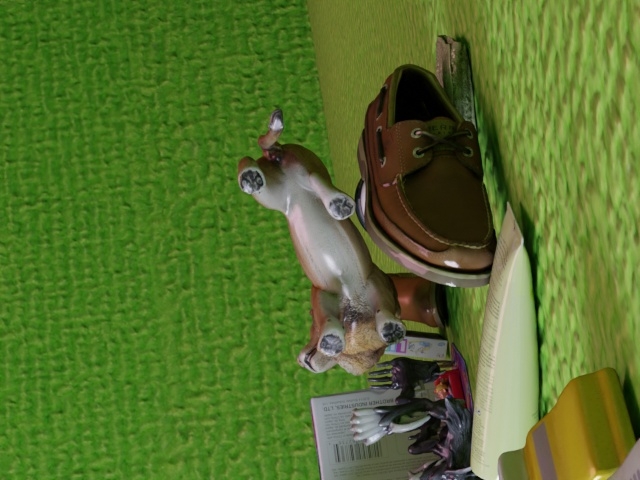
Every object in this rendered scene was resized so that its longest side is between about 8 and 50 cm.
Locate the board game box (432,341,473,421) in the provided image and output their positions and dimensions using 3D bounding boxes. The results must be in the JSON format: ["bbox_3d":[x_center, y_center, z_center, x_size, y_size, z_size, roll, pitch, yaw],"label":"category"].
[{"bbox_3d":[0.161,0.203,2.122,0.169,0.033,0.133,-110,14,-81],"label":"board game box"}]

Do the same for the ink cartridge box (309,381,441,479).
[{"bbox_3d":[0.097,0.347,2.255,0.065,0.185,0.311,106,156,-77],"label":"ink cartridge box"}]

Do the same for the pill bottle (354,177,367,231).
[{"bbox_3d":[0.097,-0.047,1.983,0.180,0.108,0.108,178,84,-87],"label":"pill bottle"}]

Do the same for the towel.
[{"bbox_3d":[0.137,-0.134,1.746,0.110,0.027,0.148,-107,10,-81],"label":"towel"}]

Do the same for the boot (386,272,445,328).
[{"bbox_3d":[0.081,0.084,2.227,0.197,0.152,0.073,-134,36,-86],"label":"boot"}]

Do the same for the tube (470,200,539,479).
[{"bbox_3d":[0.166,0.094,1.502,0.070,0.062,0.240,19,117,44],"label":"tube"}]

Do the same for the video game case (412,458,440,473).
[{"bbox_3d":[0.168,0.383,2.116,0.206,0.026,0.227,96,155,-80],"label":"video game case"}]

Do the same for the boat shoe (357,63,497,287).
[{"bbox_3d":[0.096,-0.069,1.613,0.307,0.110,0.104,-115,35,-57],"label":"boat shoe"}]

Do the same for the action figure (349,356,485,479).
[{"bbox_3d":[0.118,0.233,1.929,0.276,0.141,0.164,-114,1,-73],"label":"action figure"}]

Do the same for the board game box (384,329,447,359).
[{"bbox_3d":[0.084,0.132,2.264,0.103,0.154,0.026,-142,58,-87],"label":"board game box"}]

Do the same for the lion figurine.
[{"bbox_3d":[0.000,0.000,2.034,0.240,0.142,0.392,-106,-1,-71],"label":"lion figurine"}]

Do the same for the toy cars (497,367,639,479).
[{"bbox_3d":[0.176,0.180,1.099,0.394,0.087,0.177,-132,34,-85],"label":"toy cars"}]
